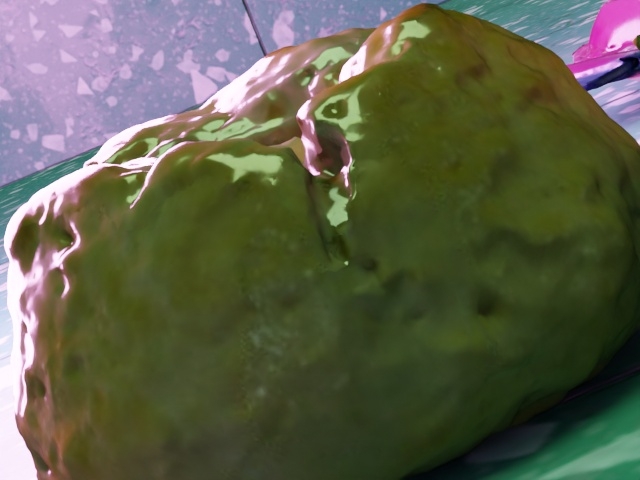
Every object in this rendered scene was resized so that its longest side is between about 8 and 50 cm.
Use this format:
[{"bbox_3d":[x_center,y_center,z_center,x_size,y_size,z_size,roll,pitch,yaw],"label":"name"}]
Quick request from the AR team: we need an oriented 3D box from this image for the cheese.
[{"bbox_3d":[0.210,-0.128,0.978,0.244,0.062,0.155,-32,13,-38],"label":"cheese"}]

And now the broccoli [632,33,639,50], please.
[{"bbox_3d":[0.178,-0.089,0.477,0.194,0.194,0.219,-23,16,-5],"label":"broccoli"}]

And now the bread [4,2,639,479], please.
[{"bbox_3d":[0.000,0.000,0.558,0.244,0.134,0.244,-21,13,5],"label":"bread"}]
